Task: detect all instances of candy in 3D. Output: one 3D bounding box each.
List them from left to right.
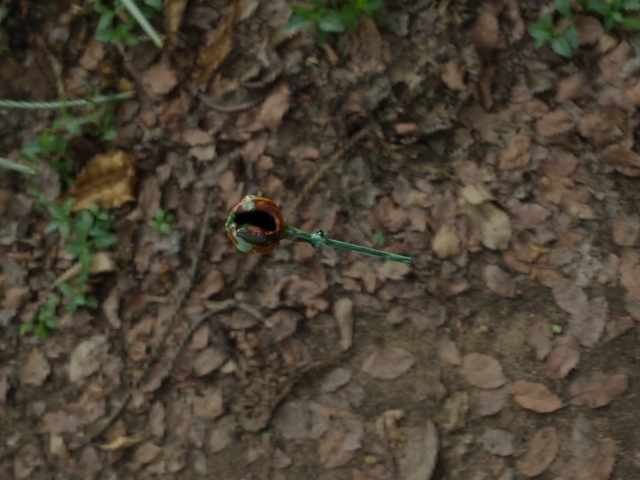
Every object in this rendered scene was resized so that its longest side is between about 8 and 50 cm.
[{"bbox_3d":[0.000,0.000,1.044,0.184,0.049,0.056,13,101,-7],"label":"candy"}]
